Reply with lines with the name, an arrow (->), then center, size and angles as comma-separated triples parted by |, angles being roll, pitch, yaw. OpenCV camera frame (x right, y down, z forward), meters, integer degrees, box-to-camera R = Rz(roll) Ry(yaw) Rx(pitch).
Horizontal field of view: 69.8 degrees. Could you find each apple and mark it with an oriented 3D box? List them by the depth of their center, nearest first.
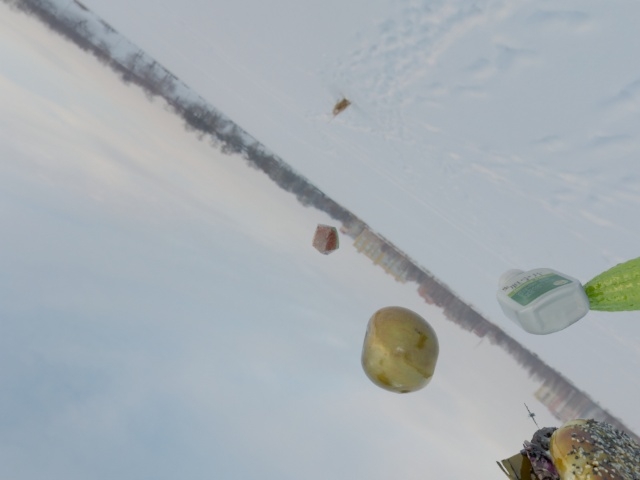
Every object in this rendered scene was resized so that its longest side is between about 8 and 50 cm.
apple -> 0.169, 0.233, 0.980 | 0.155, 0.182, 0.182 | 12, -178, 6

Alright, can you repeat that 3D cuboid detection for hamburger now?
hamburger -> 0.270, 0.244, 0.435 | 0.190, 0.093, 0.164 | -3, -142, -44

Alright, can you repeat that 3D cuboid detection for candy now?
candy -> 0.541, 0.073, 0.769 | 0.097, 0.210, 0.096 | 44, -144, -43

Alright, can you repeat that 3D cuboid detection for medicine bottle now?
medicine bottle -> 0.386, 0.100, 0.828 | 0.069, 0.119, 0.183 | 60, -175, -6

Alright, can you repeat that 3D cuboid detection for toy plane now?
toy plane -> 0.593, 0.494, 1.291 | 0.084, 0.024, 0.077 | 51, -166, -56

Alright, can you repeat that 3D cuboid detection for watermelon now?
watermelon -> 0.002, -0.005, 1.223 | 0.072, 0.084, 0.092 | 10, 170, -43
